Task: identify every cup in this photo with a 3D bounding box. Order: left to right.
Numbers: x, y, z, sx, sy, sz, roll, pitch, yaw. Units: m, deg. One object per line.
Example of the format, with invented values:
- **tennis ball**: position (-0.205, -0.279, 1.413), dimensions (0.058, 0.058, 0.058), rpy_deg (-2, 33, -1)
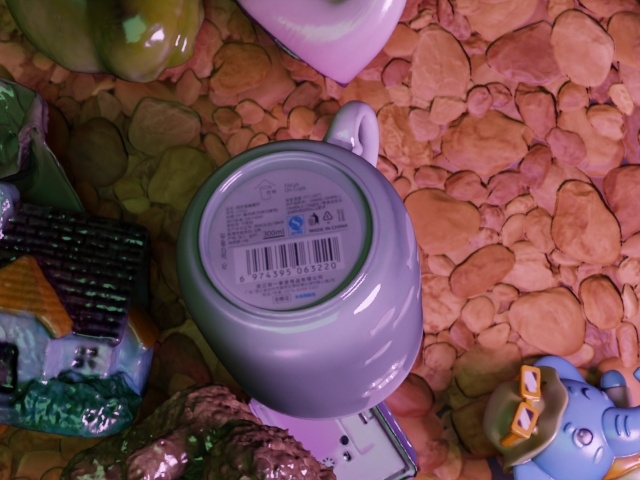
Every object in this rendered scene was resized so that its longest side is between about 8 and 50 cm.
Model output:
- **cup**: position (0.000, 0.000, 0.939), dimensions (0.259, 0.274, 0.357), rpy_deg (15, 70, 13)

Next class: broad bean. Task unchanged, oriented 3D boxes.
- **broad bean**: position (-0.277, -0.325, 1.059), dimensions (0.238, 0.119, 0.291), rpy_deg (-35, 87, 7)

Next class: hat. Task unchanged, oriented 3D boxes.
- **hat**: position (-0.400, -0.080, 1.110), dimensions (0.214, 0.149, 0.245), rpy_deg (-15, 128, 17)

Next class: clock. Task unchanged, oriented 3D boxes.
- **clock**: position (0.017, 0.244, 1.066), dimensions (0.144, 0.073, 0.193), rpy_deg (-32, 88, 7)

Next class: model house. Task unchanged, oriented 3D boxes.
- **model house**: position (-0.335, 0.066, 1.014), dimensions (0.280, 0.230, 0.249), rpy_deg (10, 100, 0)

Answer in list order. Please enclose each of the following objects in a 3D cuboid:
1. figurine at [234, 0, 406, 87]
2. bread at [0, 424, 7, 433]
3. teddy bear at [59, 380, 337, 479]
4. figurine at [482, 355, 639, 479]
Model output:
- **figurine**: position (0.026, -0.392, 0.969), dimensions (0.316, 0.206, 0.284), rpy_deg (-48, 50, 26)
- **bread**: position (-0.514, 0.229, 1.121), dimensions (0.245, 0.094, 0.102), rpy_deg (-13, 96, 7)
- **teddy bear**: position (-0.140, 0.299, 0.985), dimensions (0.296, 0.222, 0.246), rpy_deg (-43, 128, 10)
- **figurine**: position (0.324, 0.234, 1.008), dimensions (0.261, 0.154, 0.180), rpy_deg (9, 84, -11)
